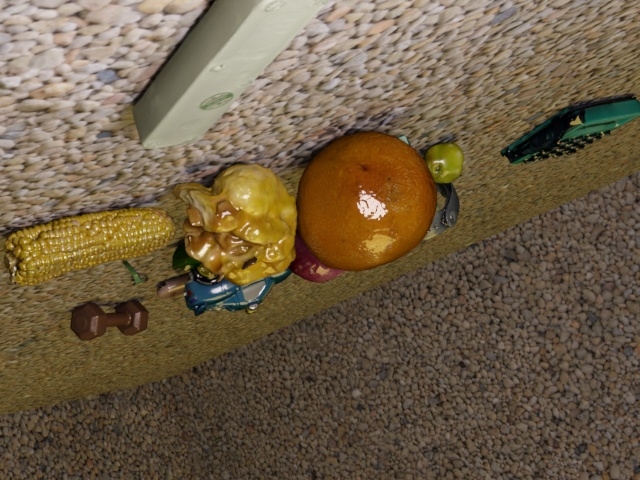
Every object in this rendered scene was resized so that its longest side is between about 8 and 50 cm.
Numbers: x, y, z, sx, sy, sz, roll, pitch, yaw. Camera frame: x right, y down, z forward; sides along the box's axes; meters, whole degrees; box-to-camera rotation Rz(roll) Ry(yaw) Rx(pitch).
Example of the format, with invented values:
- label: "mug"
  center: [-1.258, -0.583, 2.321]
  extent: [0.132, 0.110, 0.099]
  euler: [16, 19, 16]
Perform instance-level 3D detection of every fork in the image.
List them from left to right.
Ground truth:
- label: "fork"
  center: [-0.414, 0.078, 2.191]
  extent: [0.039, 0.021, 0.235]
  euler: [-22, 170, -5]

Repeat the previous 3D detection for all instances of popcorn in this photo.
- label: "popcorn"
  center: [-0.132, -0.035, 1.693]
  extent: [0.190, 0.191, 0.253]
  euler: [-35, 160, 16]

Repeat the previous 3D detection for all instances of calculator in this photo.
- label: "calculator"
  center: [-0.325, 0.105, 2.470]
  extent: [0.175, 0.032, 0.100]
  euler: [-18, 169, -13]
- label: "calculator"
  center: [0.584, -0.249, 2.302]
  extent: [0.248, 0.058, 0.274]
  euler: [-12, 168, -34]

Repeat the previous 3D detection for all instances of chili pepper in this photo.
- label: "chili pepper"
  center: [-0.203, 0.003, 2.056]
  extent: [0.253, 0.083, 0.099]
  euler: [-22, 180, 28]

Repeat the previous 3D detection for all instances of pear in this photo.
- label: "pear"
  center: [0.254, -0.160, 2.058]
  extent: [0.097, 0.092, 0.092]
  euler: [-17, 170, -42]

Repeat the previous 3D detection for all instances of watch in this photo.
- label: "watch"
  center: [0.228, -0.075, 2.250]
  extent: [0.193, 0.068, 0.206]
  euler: [-7, -145, 31]

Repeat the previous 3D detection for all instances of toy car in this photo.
- label: "toy car"
  center: [-0.175, 0.088, 2.328]
  extent: [0.314, 0.166, 0.198]
  euler: [-18, 173, -15]

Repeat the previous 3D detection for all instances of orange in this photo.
- label: "orange"
  center: [0.077, -0.063, 1.756]
  extent: [0.264, 0.264, 0.264]
  euler: [-20, 170, -4]

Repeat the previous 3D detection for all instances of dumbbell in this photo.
- label: "dumbbell"
  center: [-0.518, 0.196, 2.436]
  extent: [0.092, 0.082, 0.231]
  euler: [-26, 168, 22]

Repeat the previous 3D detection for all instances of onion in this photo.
- label: "onion"
  center: [-0.006, 0.005, 2.160]
  extent: [0.177, 0.177, 0.153]
  euler: [-6, 130, -54]

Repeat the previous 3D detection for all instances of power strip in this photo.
- label: "power strip"
  center: [-0.122, -0.206, 1.158]
  extent: [0.091, 0.062, 0.385]
  euler: [-13, 167, -36]

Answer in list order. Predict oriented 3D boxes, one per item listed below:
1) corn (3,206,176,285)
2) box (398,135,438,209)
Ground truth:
- label: "corn"
  center: [-0.379, 0.002, 1.643]
  extent: [0.292, 0.101, 0.101]
  euler: [-13, 168, -28]
- label: "box"
  center: [0.122, -0.098, 2.036]
  extent: [0.205, 0.118, 0.311]
  euler: [-21, 170, 8]
